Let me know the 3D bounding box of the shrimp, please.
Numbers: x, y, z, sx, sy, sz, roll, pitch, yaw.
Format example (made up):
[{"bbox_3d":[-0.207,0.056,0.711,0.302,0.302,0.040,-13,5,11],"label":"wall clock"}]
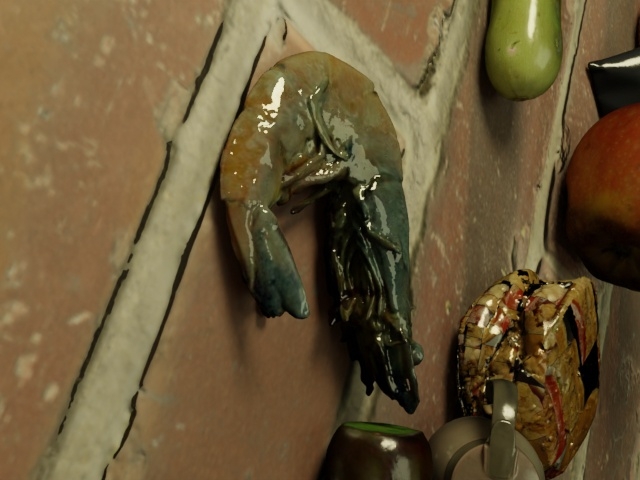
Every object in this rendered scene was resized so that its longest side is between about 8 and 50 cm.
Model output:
[{"bbox_3d":[0.006,-0.001,0.598,0.178,0.075,0.289,-9,97,-42],"label":"shrimp"}]

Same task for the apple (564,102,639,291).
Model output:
[{"bbox_3d":[0.405,-0.047,0.958,0.230,0.230,0.230,1,89,-50],"label":"apple"}]

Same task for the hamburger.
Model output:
[{"bbox_3d":[0.225,0.142,0.832,0.231,0.106,0.231,-9,100,-56],"label":"hamburger"}]

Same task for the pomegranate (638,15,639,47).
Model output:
[{"bbox_3d":[0.578,-0.322,1.202,0.191,0.191,0.191,1,89,-50],"label":"pomegranate"}]

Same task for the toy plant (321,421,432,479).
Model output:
[{"bbox_3d":[0.041,0.228,0.617,0.092,0.092,0.162,14,79,-49],"label":"toy plant"}]

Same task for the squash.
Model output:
[{"bbox_3d":[0.226,-0.267,0.860,0.083,0.083,0.250,29,65,-46],"label":"squash"}]

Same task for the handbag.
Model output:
[{"bbox_3d":[0.512,-0.193,1.112,0.089,0.254,0.211,-111,-179,-65],"label":"handbag"}]

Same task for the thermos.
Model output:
[{"bbox_3d":[0.138,0.182,0.656,0.193,0.105,0.137,61,42,-75],"label":"thermos"}]
